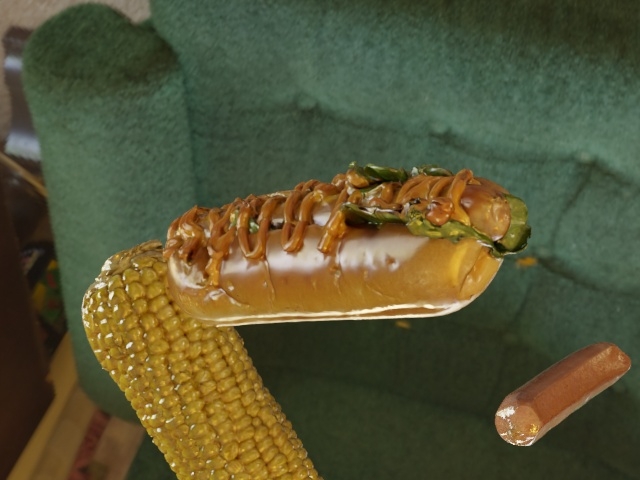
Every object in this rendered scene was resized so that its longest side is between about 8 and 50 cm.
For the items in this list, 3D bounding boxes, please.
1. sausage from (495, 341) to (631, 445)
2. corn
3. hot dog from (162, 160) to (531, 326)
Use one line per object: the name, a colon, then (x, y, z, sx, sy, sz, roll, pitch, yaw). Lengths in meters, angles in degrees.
sausage: (0.155, 0.095, 0.661, 0.030, 0.147, 0.035, -34, 78, 39)
corn: (-0.077, 0.137, 0.767, 0.106, 0.106, 0.293, -33, 87, 43)
hot dog: (0.000, 0.000, 0.432, 0.188, 0.072, 0.055, -7, 121, 41)
